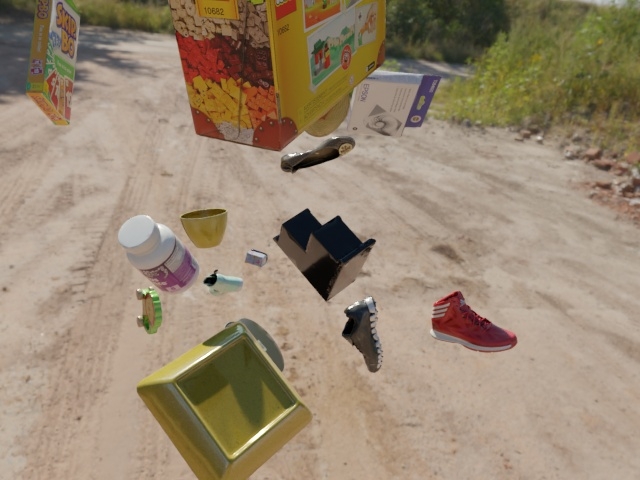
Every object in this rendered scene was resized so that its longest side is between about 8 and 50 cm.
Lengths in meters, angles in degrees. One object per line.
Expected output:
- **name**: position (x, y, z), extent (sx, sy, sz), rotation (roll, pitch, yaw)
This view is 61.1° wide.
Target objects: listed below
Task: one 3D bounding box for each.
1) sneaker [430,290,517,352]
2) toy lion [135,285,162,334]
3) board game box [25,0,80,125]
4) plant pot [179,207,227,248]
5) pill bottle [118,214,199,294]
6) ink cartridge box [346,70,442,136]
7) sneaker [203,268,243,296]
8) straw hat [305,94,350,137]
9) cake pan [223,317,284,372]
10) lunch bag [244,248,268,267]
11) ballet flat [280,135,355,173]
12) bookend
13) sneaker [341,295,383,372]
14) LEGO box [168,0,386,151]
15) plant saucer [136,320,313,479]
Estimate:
- **sneaker**: position (0.380, 0.200, 1.366), extent (0.221, 0.128, 0.087), rotation (3, 20, 29)
- **toy lion**: position (-0.330, 0.140, 1.056), extent (0.034, 0.100, 0.096), rotation (-8, 27, -33)
- **board game box**: position (-0.479, -0.353, 0.981), extent (0.039, 0.259, 0.124), rotation (-2, -13, -5)
- **plant pot**: position (-0.325, -0.032, 1.542), extent (0.134, 0.095, 0.134), rotation (-6, 15, 2)
- **pill bottle**: position (-0.541, 0.048, 1.815), extent (0.169, 0.301, 0.169), rotation (-8, 57, 12)
- **ink cartridge box**: position (0.195, -0.368, 1.481), extent (0.224, 0.223, 0.045), rotation (2, 64, -4)
- **sneaker**: position (-0.475, 0.190, 2.450), extent (0.151, 0.094, 0.256), rotation (20, -22, -34)
- **straw hat**: position (-0.009, -0.314, 1.255), extent (0.145, 0.144, 0.061), rotation (22, 10, 30)
- **cake pan**: position (-0.240, 0.407, 2.027), extent (0.293, 0.054, 0.293), rotation (46, 13, -14)
- **lunch bag**: position (-0.244, 0.065, 2.076), extent (0.071, 0.053, 0.083), rotation (17, 11, 9)
- **ballet flat**: position (-0.009, -0.263, 1.704), extent (0.250, 0.084, 0.058), rotation (-15, 51, 9)
- **bookend**: position (0.000, 0.000, 0.926), extent (0.072, 0.156, 0.157), rotation (-34, 72, -25)
- **sneaker**: position (0.111, 0.271, 1.517), extent (0.106, 0.234, 0.078), rotation (-13, 21, -13)
- **LEGO box**: position (-0.050, -0.455, 1.045), extent (0.193, 0.372, 0.500), rotation (15, 40, 23)
- **plant saucer**: position (-0.210, 0.381, 1.312), extent (0.333, 0.081, 0.333), rotation (-30, 75, -42)
